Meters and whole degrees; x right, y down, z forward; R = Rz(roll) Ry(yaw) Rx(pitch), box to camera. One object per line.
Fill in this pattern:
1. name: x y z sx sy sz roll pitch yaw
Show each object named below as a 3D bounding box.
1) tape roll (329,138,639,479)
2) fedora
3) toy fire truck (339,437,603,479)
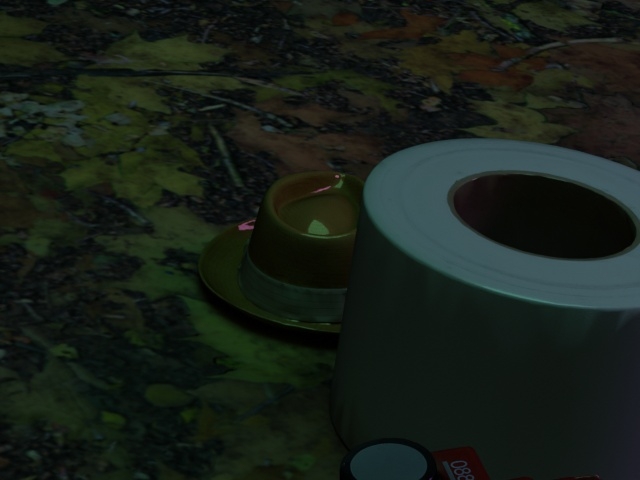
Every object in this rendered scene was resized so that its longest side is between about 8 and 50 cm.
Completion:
1. tape roll: 0.136 0.055 1.324 0.246 0.169 0.246 6 27 -3
2. fedora: 0.000 0.000 1.488 0.194 0.079 0.194 7 26 -4
3. toy fire truck: 0.149 0.211 1.081 0.246 0.158 0.217 -9 30 -11
